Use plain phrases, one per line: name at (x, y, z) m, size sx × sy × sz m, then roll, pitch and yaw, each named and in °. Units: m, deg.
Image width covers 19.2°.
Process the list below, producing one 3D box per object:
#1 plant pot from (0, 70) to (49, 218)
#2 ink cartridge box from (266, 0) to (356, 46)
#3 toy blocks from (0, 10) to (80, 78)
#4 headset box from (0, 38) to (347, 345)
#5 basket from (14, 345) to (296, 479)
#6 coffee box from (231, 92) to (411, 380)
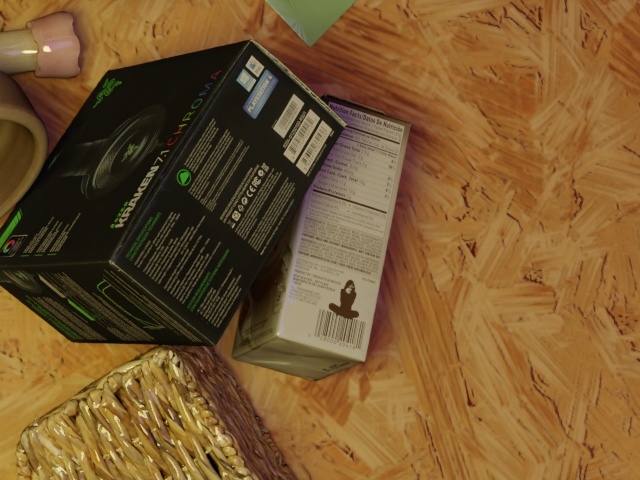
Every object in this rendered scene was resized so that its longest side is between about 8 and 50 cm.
plant pot at (-0.405, -0.121, 1.666) m, size 0.263 × 0.263 × 0.229 m, roll -23°, pitch 71°, yaw -25°
ink cartridge box at (0.015, -0.342, 1.973) m, size 0.171 × 0.056 × 0.235 m, roll 46°, pitch 64°, yaw -8°
toy blocks at (-0.225, -0.335, 1.750) m, size 0.260 × 0.288 × 0.309 m, roll -10°, pitch 80°, yaw -20°
headset box at (-0.153, -0.038, 1.723) m, size 0.131 × 0.283 × 0.246 m, roll 41°, pitch 67°, yaw -26°
basket at (-0.135, 0.260, 1.747) m, size 0.213 × 0.223 × 0.299 m, roll -32°, pitch 90°, yaw 4°
coffee box at (0.000, 0.000, 1.846) m, size 0.098 × 0.141 × 0.246 m, roll 17°, pitch 72°, yaw -18°
